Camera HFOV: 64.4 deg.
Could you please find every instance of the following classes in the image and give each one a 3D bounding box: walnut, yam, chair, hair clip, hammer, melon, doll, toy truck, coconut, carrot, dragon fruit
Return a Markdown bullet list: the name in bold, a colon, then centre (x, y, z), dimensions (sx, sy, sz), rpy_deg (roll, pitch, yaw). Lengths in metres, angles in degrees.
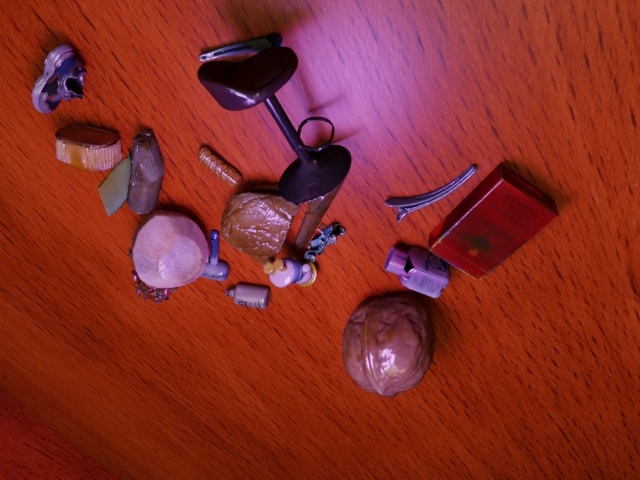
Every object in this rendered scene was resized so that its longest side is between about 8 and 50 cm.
- **walnut**: centre (0.220, 0.345, 1.662), dimensions (0.306, 0.344, 0.306), rpy_deg (6, 138, 6)
- **yam**: centre (-0.541, -0.209, 1.578), dimensions (0.106, 0.106, 0.259), rpy_deg (23, 131, -4)
- **chair**: centre (-0.102, -0.305, 1.264), dimensions (0.226, 0.227, 0.401), rpy_deg (-14, 135, 24)
- **hair clip**: centre (-0.212, -0.491, 1.314), dimensions (0.229, 0.070, 0.039), rpy_deg (-2, 126, 25)
- **hammer**: centre (-0.373, 0.050, 1.767), dimensions (0.116, 0.069, 0.194), rpy_deg (12, 121, 6)
- **melon**: centre (-0.659, -0.196, 1.667), dimensions (0.114, 0.053, 0.262), rpy_deg (43, 123, 3)
- **hair clip**: centre (0.324, -0.138, 1.459), dimensions (0.275, 0.048, 0.083), rpy_deg (-25, 116, 24)
- **doll**: centre (-0.087, 0.105, 1.647), dimensions (0.099, 0.241, 0.135), rpy_deg (45, 107, 21)
- **toy truck**: centre (0.001, -0.001, 1.622), dimensions (0.078, 0.080, 0.154), rpy_deg (47, 125, -1)
- **coconut**: centre (-0.499, 0.028, 1.680), dimensions (0.259, 0.259, 0.259), rpy_deg (7, 128, 9)
- **carrot**: centre (-0.018, -0.086, 1.567), dimensions (0.070, 0.070, 0.342), rpy_deg (25, 130, -6)
- **dragon fruit**: centre (-0.623, 0.127, 1.852), dimensions (0.236, 0.135, 0.137), rpy_deg (37, 129, 11)

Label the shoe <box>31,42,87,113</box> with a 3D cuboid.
- **shoe**: centre (-0.724, -0.438, 1.447), dimensions (0.125, 0.099, 0.227), rpy_deg (35, 123, -10)

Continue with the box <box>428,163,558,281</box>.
- **box**: centre (0.483, -0.042, 1.457), dimensions (0.197, 0.089, 0.313), rpy_deg (30, 128, -12)

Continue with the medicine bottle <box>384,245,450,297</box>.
- **medicine bottle**: centre (0.300, 0.088, 1.583), dimensions (0.188, 0.119, 0.094), rpy_deg (21, 129, -3)

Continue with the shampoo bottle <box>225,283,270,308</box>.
- **shampoo bottle**: centre (-0.266, 0.198, 1.837), dimensions (0.162, 0.079, 0.079), rpy_deg (8, 128, 8)

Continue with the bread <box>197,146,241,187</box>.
- **bread**: centre (-0.307, -0.221, 1.545), dimensions (0.157, 0.044, 0.052), rpy_deg (40, 120, -18)

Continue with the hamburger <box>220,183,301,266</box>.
- **hamburger**: centre (-0.199, -0.060, 1.588), dimensions (0.211, 0.132, 0.309), rpy_deg (25, 131, -11)

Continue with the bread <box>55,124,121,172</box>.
- **bread**: centre (-0.704, -0.278, 1.546), dimensions (0.190, 0.132, 0.114), rpy_deg (18, 129, 5)
